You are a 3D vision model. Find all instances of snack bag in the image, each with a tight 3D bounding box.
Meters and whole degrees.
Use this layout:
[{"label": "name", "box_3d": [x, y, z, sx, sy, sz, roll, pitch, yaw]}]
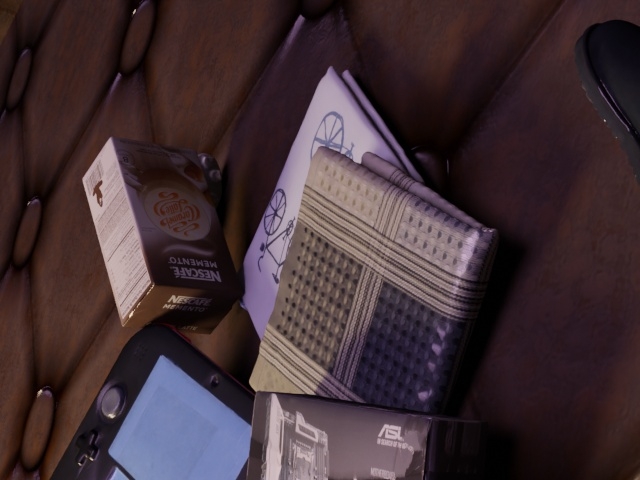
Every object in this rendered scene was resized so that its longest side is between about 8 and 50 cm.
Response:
[{"label": "snack bag", "box_3d": [0.000, 0.000, 1.832, 0.342, 0.037, 0.323, -65, 27, 21]}]

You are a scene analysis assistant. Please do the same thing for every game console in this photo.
[{"label": "game console", "box_3d": [-0.191, 0.307, 1.831, 0.386, 0.060, 0.342, 33, 89, 48]}]

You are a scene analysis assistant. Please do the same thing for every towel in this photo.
[{"label": "towel", "box_3d": [0.052, 0.081, 1.623, 0.324, 0.056, 0.312, 34, 112, 52]}]

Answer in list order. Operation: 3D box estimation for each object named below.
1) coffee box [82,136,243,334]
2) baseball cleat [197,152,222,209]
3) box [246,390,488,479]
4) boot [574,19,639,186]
[{"label": "coffee box", "box_3d": [-0.211, -0.007, 2.014, 0.098, 0.141, 0.246, -49, 48, 37]}, {"label": "baseball cleat", "box_3d": [-0.195, -0.021, 2.172, 0.109, 0.072, 0.206, -19, 58, 58]}, {"label": "box", "box_3d": [0.032, 0.281, 1.497, 0.307, 0.076, 0.242, 1, 85, 56]}, {"label": "boot", "box_3d": [0.322, -0.146, 1.237, 0.207, 0.094, 0.246, -54, 39, 39]}]
